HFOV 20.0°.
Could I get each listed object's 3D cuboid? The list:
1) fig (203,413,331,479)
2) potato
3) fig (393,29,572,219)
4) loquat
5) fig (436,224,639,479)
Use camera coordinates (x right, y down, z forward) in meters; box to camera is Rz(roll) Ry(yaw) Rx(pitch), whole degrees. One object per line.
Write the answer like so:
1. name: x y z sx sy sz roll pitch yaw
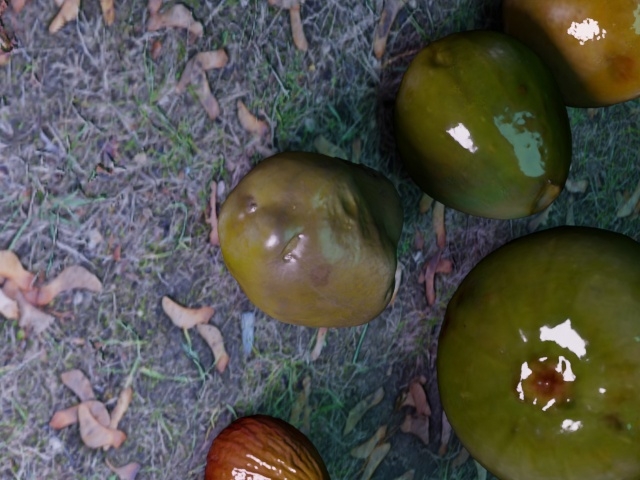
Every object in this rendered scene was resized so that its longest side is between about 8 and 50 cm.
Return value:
1. fig: -0.040 0.213 1.699 0.119 0.153 0.119 15 65 -34
2. potato: -0.004 0.000 1.673 0.200 0.137 0.155 20 56 -51
3. fig: 0.166 -0.110 1.810 0.181 0.191 0.181 -38 162 -14
4. loquat: 0.297 -0.243 1.898 0.213 0.213 0.213 -20 117 -45
5. fig: 0.275 0.127 1.939 0.316 0.316 0.316 -20 117 -45
